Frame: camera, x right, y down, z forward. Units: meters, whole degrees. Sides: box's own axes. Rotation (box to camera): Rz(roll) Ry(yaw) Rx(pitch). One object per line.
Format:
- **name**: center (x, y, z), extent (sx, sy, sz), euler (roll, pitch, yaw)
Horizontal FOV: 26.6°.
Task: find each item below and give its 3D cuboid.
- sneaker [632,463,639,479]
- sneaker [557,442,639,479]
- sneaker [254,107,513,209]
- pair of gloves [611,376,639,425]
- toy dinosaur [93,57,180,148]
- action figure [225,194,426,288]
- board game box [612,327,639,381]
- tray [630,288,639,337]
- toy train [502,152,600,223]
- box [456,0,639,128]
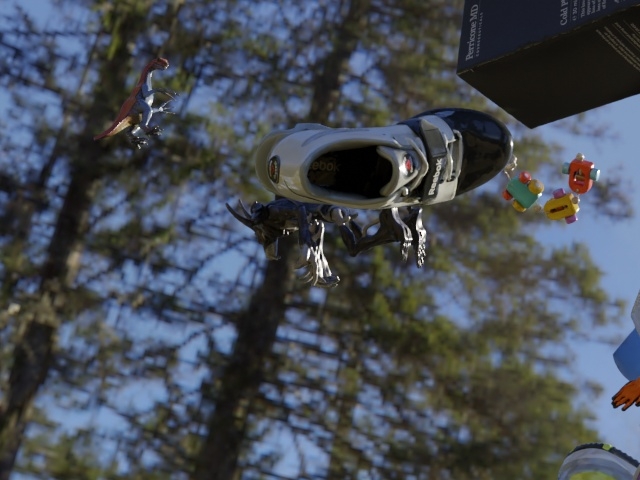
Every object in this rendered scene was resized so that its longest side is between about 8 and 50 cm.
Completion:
- **sneaker**: center (0.422, 0.406, 1.715), extent (0.114, 0.305, 0.152), euler (27, 5, 29)
- **sneaker**: center (0.486, 0.440, 1.868), extent (0.385, 0.147, 0.145), euler (28, -40, 15)
- **sneaker**: center (0.100, -0.087, 1.637), extent (0.330, 0.122, 0.146), euler (-9, 15, -18)
- **pair of gloves**: center (0.408, 0.204, 1.684), extent (0.083, 0.010, 0.074), euler (33, -51, -11)
- **toy dinosaur**: center (-0.160, -0.129, 1.221), extent (0.090, 0.082, 0.047), euler (4, -28, -35)
- **action figure**: center (0.000, 0.000, 1.912), extent (0.276, 0.141, 0.164), euler (3, 1, 20)
- **board game box**: center (0.550, 0.182, 2.144), extent (0.133, 0.169, 0.033), euler (29, -28, 32)
- **tray**: center (0.485, 0.097, 1.937), extent (0.030, 0.145, 0.270), euler (17, 13, 2)
- **toy train**: center (0.368, -0.095, 2.154), extent (0.166, 0.046, 0.125), euler (12, -59, 31)
- **box**: center (0.373, -0.373, 1.856), extent (0.312, 0.343, 0.179), euler (-15, -34, 42)
